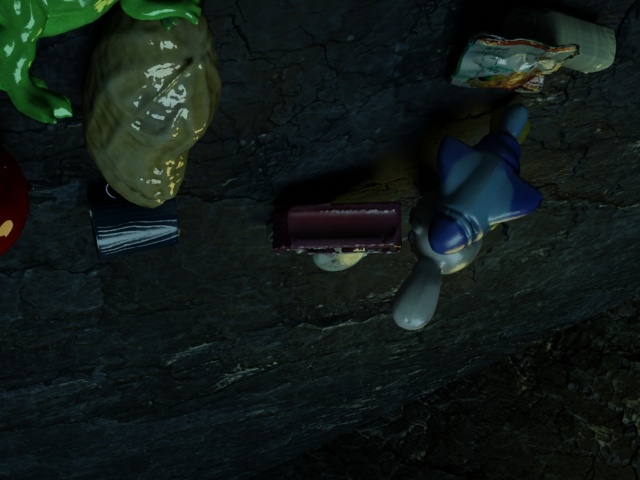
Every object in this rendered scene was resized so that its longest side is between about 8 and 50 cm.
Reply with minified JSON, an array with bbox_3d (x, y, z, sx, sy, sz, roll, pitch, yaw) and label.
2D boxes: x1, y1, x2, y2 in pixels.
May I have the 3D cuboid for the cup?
[{"bbox_3d":[-0.313,-0.042,1.377,0.138,0.113,0.150,-11,154,-17],"label":"cup"}]

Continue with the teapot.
[{"bbox_3d":[0.367,-0.319,1.312,0.200,0.077,0.107,3,178,-35],"label":"teapot"}]

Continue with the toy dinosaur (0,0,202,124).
[{"bbox_3d":[-0.345,-0.325,0.837,0.500,0.144,0.374,19,113,-20],"label":"toy dinosaur"}]

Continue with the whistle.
[{"bbox_3d":[0.000,0.000,1.705,0.258,0.067,0.126,12,128,-38],"label":"whistle"}]

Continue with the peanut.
[{"bbox_3d":[-0.231,-0.185,1.105,0.174,0.158,0.340,24,143,-14],"label":"peanut"}]

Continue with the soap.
[{"bbox_3d":[0.031,-0.021,1.565,0.250,0.099,0.162,-2,180,2],"label":"soap"}]

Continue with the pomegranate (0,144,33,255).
[{"bbox_3d":[-0.522,-0.059,1.133,0.235,0.210,0.210,11,152,4],"label":"pomegranate"}]

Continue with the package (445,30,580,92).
[{"bbox_3d":[0.289,-0.268,1.281,0.166,0.040,0.232,5,175,-3],"label":"package"}]

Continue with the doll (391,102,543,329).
[{"bbox_3d":[0.250,-0.066,1.493,0.187,0.376,0.365,16,132,-18],"label":"doll"}]
